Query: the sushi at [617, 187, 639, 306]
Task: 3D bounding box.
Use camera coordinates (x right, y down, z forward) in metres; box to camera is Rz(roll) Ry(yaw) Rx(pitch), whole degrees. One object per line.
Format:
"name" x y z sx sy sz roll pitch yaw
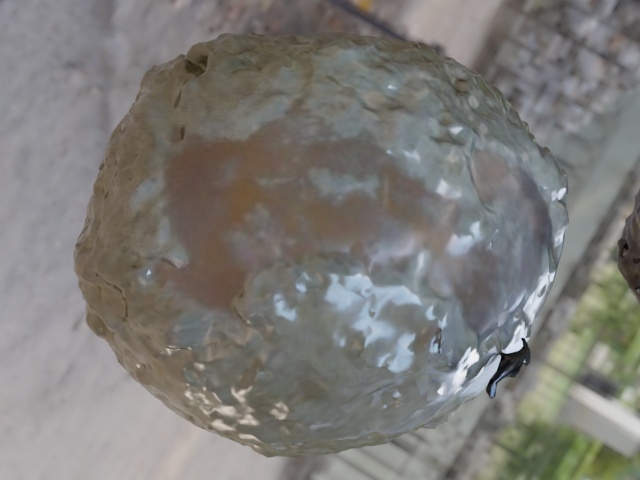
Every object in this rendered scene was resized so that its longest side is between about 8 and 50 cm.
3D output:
"sushi" 0.469 -0.025 1.893 0.294 0.281 0.299 112 -21 -44

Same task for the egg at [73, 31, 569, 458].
"egg" 0.000 0.000 1.140 0.310 0.279 0.279 -4 129 -43
